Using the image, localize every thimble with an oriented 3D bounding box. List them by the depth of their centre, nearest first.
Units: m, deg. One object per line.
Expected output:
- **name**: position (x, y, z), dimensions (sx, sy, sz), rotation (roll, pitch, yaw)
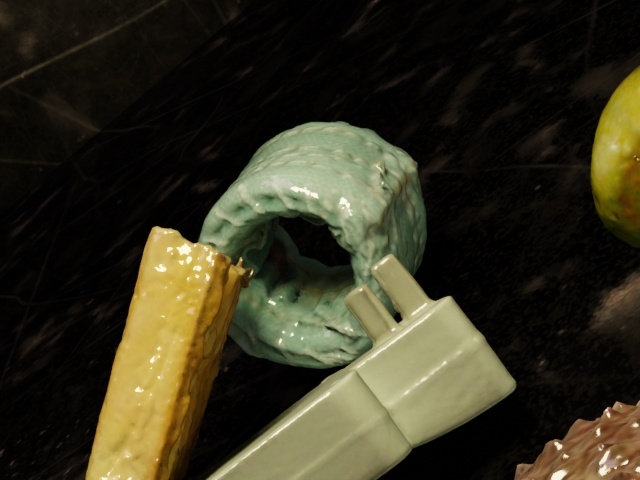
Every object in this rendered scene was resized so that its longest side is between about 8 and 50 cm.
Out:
- **thimble**: position (0.000, 0.000, 1.585), dimensions (0.235, 0.198, 0.143), rotation (-45, 9, 41)

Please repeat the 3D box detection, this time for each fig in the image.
- **fig**: position (0.305, -0.071, 1.304), dimensions (0.167, 0.167, 0.233), rotation (-21, -9, 42)

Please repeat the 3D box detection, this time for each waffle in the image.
- **waffle**: position (-0.132, 0.150, 1.372), dimensions (0.348, 0.077, 0.304), rotation (108, 179, -83)

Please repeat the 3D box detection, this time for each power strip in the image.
- **power strip**: position (0.005, 0.133, 1.311), dimensions (0.261, 0.141, 0.229), rotation (-36, -3, -3)

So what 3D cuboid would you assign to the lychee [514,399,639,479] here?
- **lychee**: position (0.191, 0.196, 0.740), dimensions (0.300, 0.300, 0.300), rotation (-35, 21, 15)
